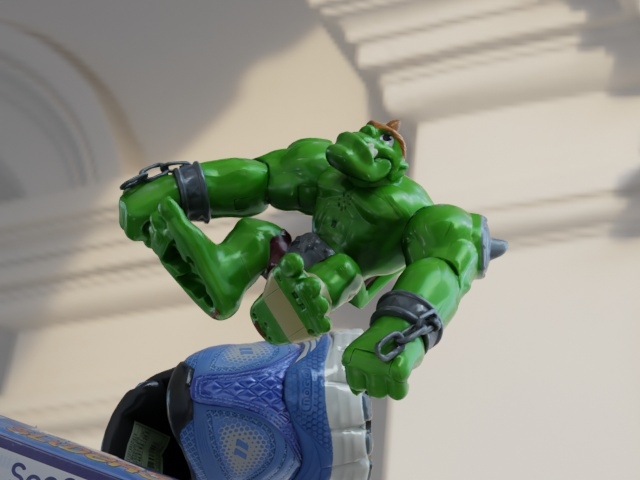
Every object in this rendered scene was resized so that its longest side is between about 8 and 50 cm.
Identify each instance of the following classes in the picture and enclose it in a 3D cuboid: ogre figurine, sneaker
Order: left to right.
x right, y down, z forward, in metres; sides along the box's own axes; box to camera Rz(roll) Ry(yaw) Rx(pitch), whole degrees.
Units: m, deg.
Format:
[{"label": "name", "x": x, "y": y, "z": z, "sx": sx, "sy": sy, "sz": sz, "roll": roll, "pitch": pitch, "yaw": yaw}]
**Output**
[{"label": "sneaker", "x": -0.069, "y": 0.134, "z": 1.028, "sx": 0.147, "sy": 0.129, "sz": 0.330, "roll": 6, "pitch": -26, "yaw": -10}, {"label": "ogre figurine", "x": 0.000, "y": 0.000, "z": 0.785, "sx": 0.197, "sy": 0.118, "sz": 0.096, "roll": 8, "pitch": -58, "yaw": 51}]

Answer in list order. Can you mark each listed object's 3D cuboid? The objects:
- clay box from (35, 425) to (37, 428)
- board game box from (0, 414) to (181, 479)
[{"label": "clay box", "x": -0.220, "y": 0.263, "z": 1.219, "sx": 0.053, "sy": 0.222, "sz": 0.127, "roll": -8, "pitch": -44, "yaw": -8}, {"label": "board game box", "x": -0.089, "y": 0.160, "z": 0.660, "sx": 0.201, "sy": 0.136, "sz": 0.035, "roll": 16, "pitch": 0, "yaw": 25}]
